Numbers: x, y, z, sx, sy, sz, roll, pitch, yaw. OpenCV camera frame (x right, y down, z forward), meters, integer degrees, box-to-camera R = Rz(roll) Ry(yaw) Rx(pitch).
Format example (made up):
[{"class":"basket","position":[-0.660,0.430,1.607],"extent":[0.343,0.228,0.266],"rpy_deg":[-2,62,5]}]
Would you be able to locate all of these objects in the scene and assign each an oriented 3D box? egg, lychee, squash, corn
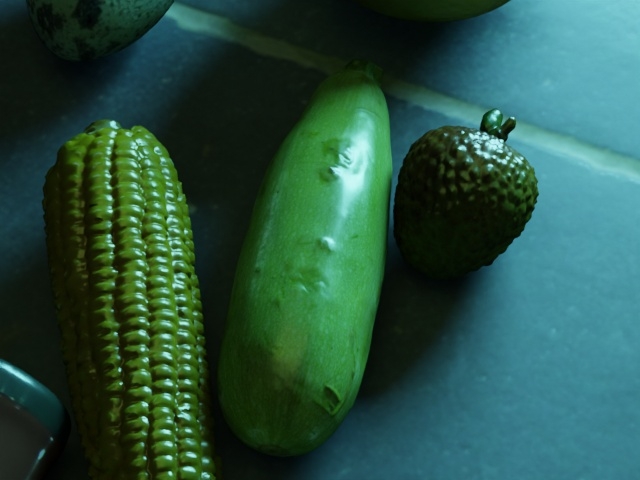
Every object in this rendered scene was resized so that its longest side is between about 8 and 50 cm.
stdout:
[{"class":"egg","position":[-0.183,-0.230,1.683],"extent":[0.132,0.132,0.172],"rpy_deg":[20,75,14]},{"class":"lychee","position":[0.113,-0.039,1.572],"extent":[0.114,0.114,0.146],"rpy_deg":[28,84,18]},{"class":"squash","position":[-0.001,-0.004,1.559],"extent":[0.118,0.118,0.370],"rpy_deg":[9,60,8]},{"class":"corn","position":[-0.145,0.067,1.526],"extent":[0.120,0.120,0.363],"rpy_deg":[-11,61,-2]}]

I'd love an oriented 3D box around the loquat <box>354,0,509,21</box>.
[{"class":"loquat","position":[0.094,-0.294,1.644],"extent":[0.244,0.244,0.244],"rpy_deg":[-2,61,3]}]

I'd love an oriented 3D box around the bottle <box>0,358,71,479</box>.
[{"class":"bottle","position":[-0.315,0.241,1.429],"extent":[0.144,0.144,0.336],"rpy_deg":[21,65,14]}]
